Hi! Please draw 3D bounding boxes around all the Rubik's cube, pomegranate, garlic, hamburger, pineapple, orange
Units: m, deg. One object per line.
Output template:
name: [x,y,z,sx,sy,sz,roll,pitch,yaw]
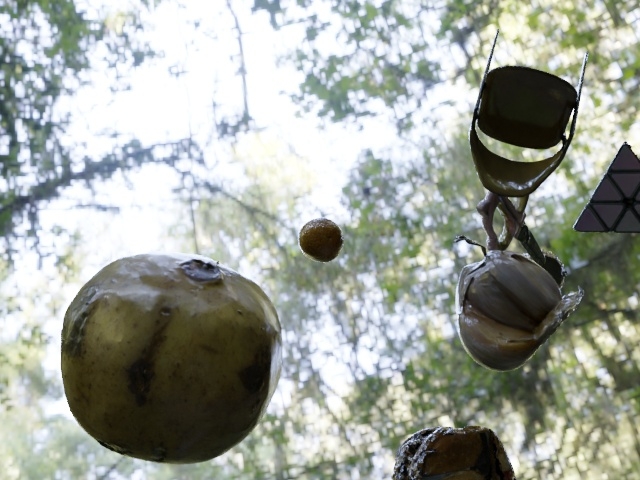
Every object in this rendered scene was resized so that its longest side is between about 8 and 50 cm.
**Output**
Rubik's cube: [0.533,-0.087,1.953,0.178,0.211,0.190,-35,-52,13]
pomegranate: [-0.184,0.141,1.305,0.281,0.281,0.281,-8,-35,-5]
garlic: [0.301,0.080,1.615,0.207,0.207,0.257,-15,-45,5]
hamburger: [0.216,0.404,1.686,0.231,0.231,0.107,13,-20,-31]
pineapple: [0.443,0.074,2.151,0.108,0.108,0.197,-15,-8,5]
orange: [0.000,0.000,1.788,0.085,0.085,0.085,-8,-35,-5]

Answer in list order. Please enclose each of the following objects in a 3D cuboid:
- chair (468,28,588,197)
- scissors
chair: [0.328,-0.203,1.700,0.158,0.247,0.172,15,-55,6]
scissors: [0.342,-0.023,1.826,0.024,0.160,0.317,15,-18,34]
